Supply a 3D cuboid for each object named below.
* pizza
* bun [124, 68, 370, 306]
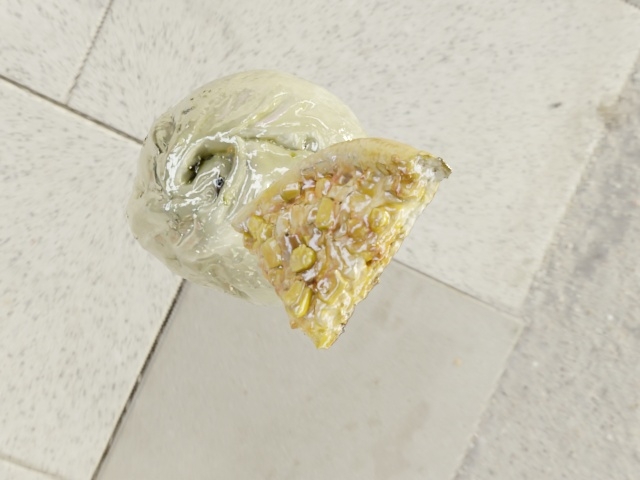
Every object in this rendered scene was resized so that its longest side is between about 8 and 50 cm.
[{"bbox_3d":[0.000,0.000,0.693,0.041,0.178,0.130,26,74,-36],"label":"pizza"},{"bbox_3d":[-0.094,-0.082,1.572,0.362,0.234,0.326,9,79,23],"label":"bun"}]
